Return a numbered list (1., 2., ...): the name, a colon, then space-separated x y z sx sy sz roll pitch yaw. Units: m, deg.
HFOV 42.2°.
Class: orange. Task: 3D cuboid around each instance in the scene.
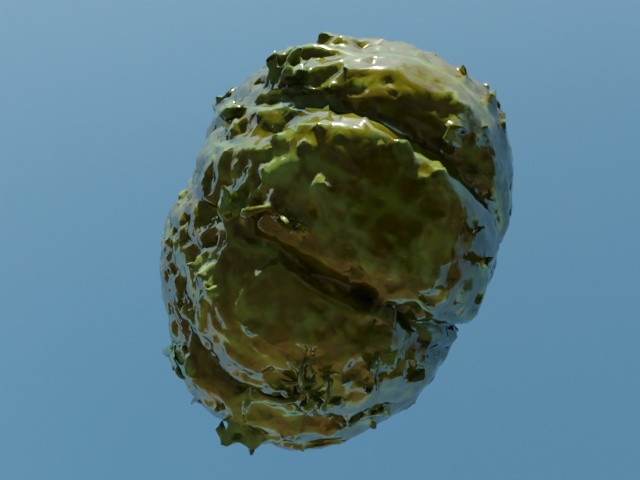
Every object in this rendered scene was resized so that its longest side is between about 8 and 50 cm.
1. orange: 0.000 0.000 0.595 0.223 0.300 0.301 26 -81 1

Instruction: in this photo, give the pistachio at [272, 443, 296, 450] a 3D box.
1. pistachio: -0.041 0.190 1.075 0.144 0.143 0.215 -20 -49 15
